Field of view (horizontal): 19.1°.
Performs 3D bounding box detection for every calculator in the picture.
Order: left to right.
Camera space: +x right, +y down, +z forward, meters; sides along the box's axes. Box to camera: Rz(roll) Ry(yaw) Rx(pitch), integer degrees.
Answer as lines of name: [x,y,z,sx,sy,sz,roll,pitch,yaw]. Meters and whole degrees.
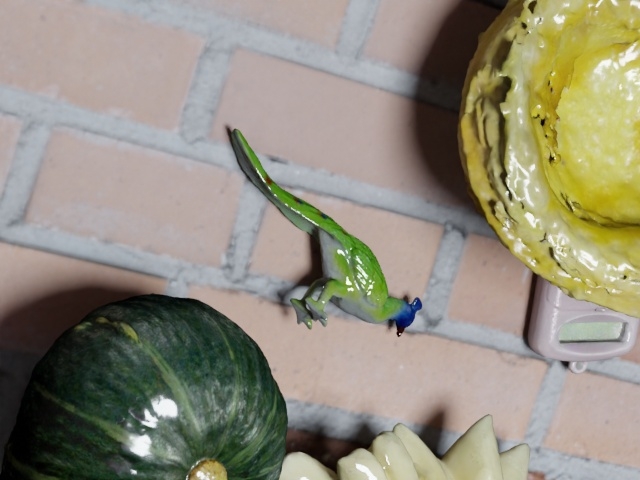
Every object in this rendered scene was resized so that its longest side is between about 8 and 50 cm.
calculator: [0.215,0.021,1.495,0.100,0.032,0.175,0,105,-30]

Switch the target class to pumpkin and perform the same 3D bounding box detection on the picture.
pumpkin: [-0.120,0.137,1.272,0.212,0.152,0.211,-14,109,-45]

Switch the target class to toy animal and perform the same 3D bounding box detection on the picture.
toy animal: [-0.007,0.014,1.360,0.217,0.041,0.075,42,64,-30]

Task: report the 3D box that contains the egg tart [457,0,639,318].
egg tart: [0.223,-0.076,1.397,0.288,0.118,0.288,2,84,-20]

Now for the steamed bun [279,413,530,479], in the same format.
steamed bun: [0.068,0.265,1.401,0.428,0.189,0.247,16,120,-45]
